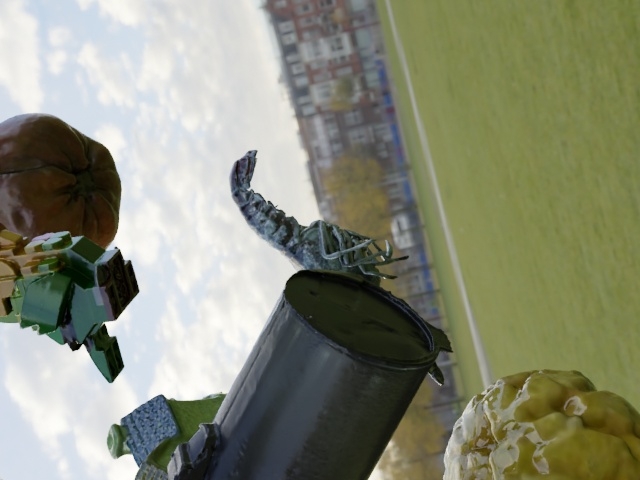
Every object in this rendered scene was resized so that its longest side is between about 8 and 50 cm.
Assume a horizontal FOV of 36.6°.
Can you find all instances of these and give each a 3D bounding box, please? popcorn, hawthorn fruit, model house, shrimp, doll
[{"bbox_3d":[0.343,0.392,1.387,0.354,0.344,0.390,-63,-23,-63],"label":"popcorn"},{"bbox_3d":[-0.492,-0.064,1.630,0.277,0.298,0.277,23,-119,-51],"label":"hawthorn fruit"},{"bbox_3d":[-0.219,0.341,1.445,0.195,0.189,0.214,-60,41,24],"label":"model house"},{"bbox_3d":[0.000,0.005,1.729,0.166,0.410,0.221,-64,11,-18],"label":"shrimp"},{"bbox_3d":[-0.280,0.054,0.999,0.106,0.186,0.134,-68,-3,-66],"label":"doll"}]

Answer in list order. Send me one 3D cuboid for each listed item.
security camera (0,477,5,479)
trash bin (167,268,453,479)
[{"bbox_3d":[-0.362,0.344,0.964,0.236,0.194,0.194,58,-170,-13],"label":"security camera"},{"bbox_3d":[-0.014,0.204,1.142,0.301,0.252,0.203,-63,22,21],"label":"trash bin"}]
